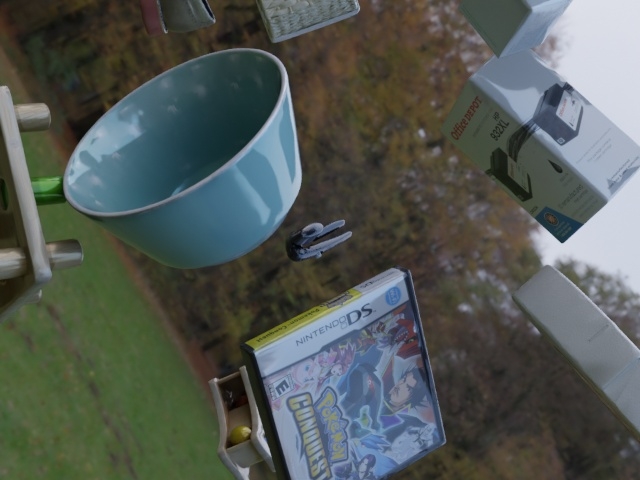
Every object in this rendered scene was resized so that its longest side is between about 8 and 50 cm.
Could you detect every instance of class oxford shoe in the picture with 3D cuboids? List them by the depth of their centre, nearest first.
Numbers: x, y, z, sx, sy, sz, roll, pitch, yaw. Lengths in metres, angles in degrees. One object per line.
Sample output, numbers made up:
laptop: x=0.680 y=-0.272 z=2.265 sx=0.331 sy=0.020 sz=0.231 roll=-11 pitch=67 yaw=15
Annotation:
oxford shoe: x=-0.238 y=-0.507 z=1.738 sx=0.123 sy=0.130 sz=0.348 roll=-91 pitch=177 yaw=-64

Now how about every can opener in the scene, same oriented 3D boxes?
can opener: x=0.000 y=0.000 z=1.939 sx=0.186 sy=0.073 sz=0.059 roll=-13 pitch=81 yaw=-56

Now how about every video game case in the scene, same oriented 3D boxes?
video game case: x=0.038 y=0.204 z=1.407 sx=0.035 sy=0.248 sz=0.274 roll=20 pitch=-50 yaw=54

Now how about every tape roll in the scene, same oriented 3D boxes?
tape roll: x=0.408 y=0.197 z=1.445 sx=0.392 sy=0.072 sz=0.392 roll=48 pitch=5 yaw=-6

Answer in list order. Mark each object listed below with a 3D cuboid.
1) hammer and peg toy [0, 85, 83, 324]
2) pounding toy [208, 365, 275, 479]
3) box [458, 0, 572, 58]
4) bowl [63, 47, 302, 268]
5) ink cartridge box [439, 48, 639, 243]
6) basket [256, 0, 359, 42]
hammer and peg toy: x=-0.432 y=-0.086 z=1.406 sx=0.266 sy=0.127 sz=0.361 roll=-32 pitch=-109 yaw=55
pounding toy: x=-0.105 y=0.304 z=1.950 sx=0.269 sy=0.155 sz=0.154 roll=-95 pitch=160 yaw=-70
box: x=0.260 y=-0.318 z=1.444 sx=0.101 sy=0.087 sz=0.102 roll=56 pitch=-34 yaw=18
bowl: x=-0.147 y=-0.085 z=1.363 sx=0.163 sy=0.311 sz=0.311 roll=58 pitch=-4 yaw=-36
ink cartridge box: x=0.376 y=-0.169 z=1.866 sx=0.307 sy=0.129 sz=0.223 roll=44 pitch=-17 yaw=7
basket: x=-0.029 y=-0.426 z=1.847 sx=0.103 sy=0.167 sz=0.113 roll=50 pitch=21 yaw=-82
